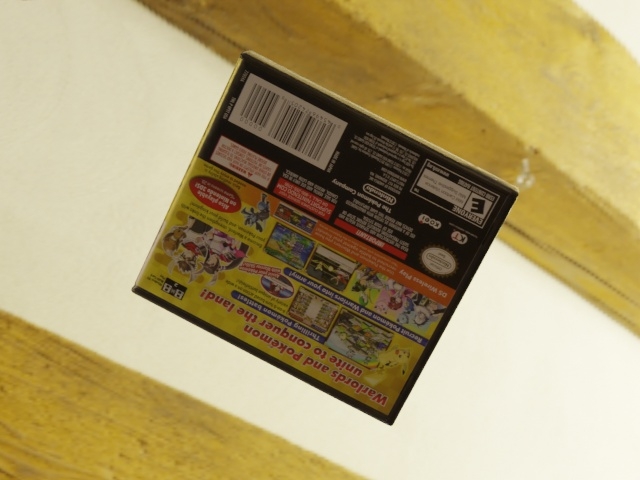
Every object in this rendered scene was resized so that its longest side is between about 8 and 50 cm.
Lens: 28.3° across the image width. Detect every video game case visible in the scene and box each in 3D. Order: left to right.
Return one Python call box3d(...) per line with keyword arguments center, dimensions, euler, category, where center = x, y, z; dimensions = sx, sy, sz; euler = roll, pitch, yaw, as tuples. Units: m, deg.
box3d(center=(0.000, 0.000, 1.149), dimensions=(0.274, 0.035, 0.248), euler=(27, -75, 1), category="video game case")
